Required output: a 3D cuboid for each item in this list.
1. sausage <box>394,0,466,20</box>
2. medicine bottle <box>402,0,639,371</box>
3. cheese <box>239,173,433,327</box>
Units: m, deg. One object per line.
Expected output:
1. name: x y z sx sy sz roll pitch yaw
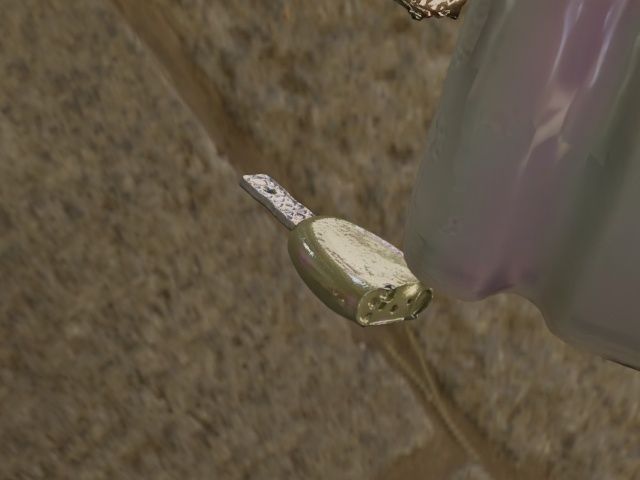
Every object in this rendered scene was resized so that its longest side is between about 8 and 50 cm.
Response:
1. sausage: -0.062 -0.225 0.921 0.082 0.082 0.371 -46 56 -9
2. medicine bottle: 0.197 -0.030 0.456 0.315 0.202 0.202 21 76 5
3. cheese: 0.000 0.000 1.446 0.192 0.097 0.037 40 123 37
